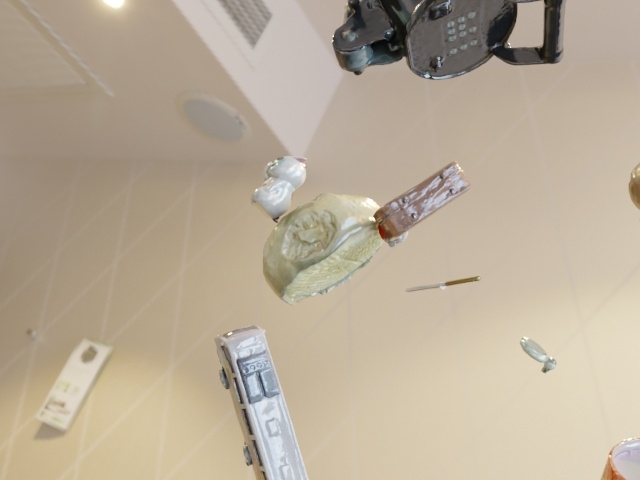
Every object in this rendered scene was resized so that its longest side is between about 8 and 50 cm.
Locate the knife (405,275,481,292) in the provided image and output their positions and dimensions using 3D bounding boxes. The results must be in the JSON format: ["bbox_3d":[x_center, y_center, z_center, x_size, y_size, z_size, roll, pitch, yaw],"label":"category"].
[{"bbox_3d":[0.334,0.126,2.369,0.256,0.022,0.046,-13,-8,40],"label":"knife"}]

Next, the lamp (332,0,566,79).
[{"bbox_3d":[0.203,-0.424,1.447,0.374,0.272,0.205,-7,-29,10],"label":"lamp"}]

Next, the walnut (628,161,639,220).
[{"bbox_3d":[0.664,-0.056,1.386,0.285,0.285,0.296,-10,-76,52],"label":"walnut"}]

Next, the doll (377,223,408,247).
[{"bbox_3d":[0.183,-0.036,2.124,0.075,0.102,0.227,9,-9,-3],"label":"doll"}]

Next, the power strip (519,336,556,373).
[{"bbox_3d":[0.415,0.222,1.656,0.083,0.055,0.035,40,-67,10],"label":"power strip"}]

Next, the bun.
[{"bbox_3d":[-0.003,-0.001,2.285,0.202,0.364,0.364,57,-17,19],"label":"bun"}]

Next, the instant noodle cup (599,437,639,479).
[{"bbox_3d":[0.481,0.404,1.188,0.250,0.192,0.250,5,15,-2],"label":"instant noodle cup"}]

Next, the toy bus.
[{"bbox_3d":[-0.117,0.338,1.686,0.097,0.343,0.138,-16,-4,-18],"label":"toy bus"}]

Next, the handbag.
[{"bbox_3d":[0.203,-0.077,1.733,0.072,0.193,0.151,55,-7,3],"label":"handbag"}]

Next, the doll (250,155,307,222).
[{"bbox_3d":[-0.109,-0.144,2.252,0.107,0.181,0.110,29,-9,-6],"label":"doll"}]
